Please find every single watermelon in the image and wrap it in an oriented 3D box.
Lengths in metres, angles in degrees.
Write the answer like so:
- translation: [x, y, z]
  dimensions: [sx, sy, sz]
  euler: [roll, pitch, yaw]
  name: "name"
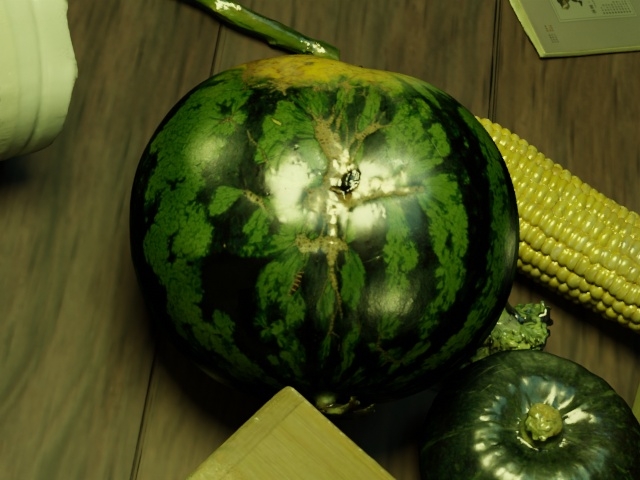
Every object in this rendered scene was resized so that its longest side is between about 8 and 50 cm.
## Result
- translation: [0.000, -0.005, 1.113]
  dimensions: [0.269, 0.269, 0.269]
  euler: [12, 55, -18]
  name: "watermelon"

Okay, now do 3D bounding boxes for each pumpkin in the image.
- translation: [0.154, 0.159, 1.163]
  dimensions: [0.167, 0.125, 0.167]
  euler: [13, 59, -23]
  name: "pumpkin"

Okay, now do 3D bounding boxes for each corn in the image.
- translation: [0.189, -0.009, 1.300]
  dimensions: [0.244, 0.093, 0.093]
  euler: [34, 51, 6]
  name: "corn"

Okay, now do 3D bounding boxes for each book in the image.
- translation: [0.255, -0.231, 1.535]
  dimensions: [0.181, 0.014, 0.127]
  euler: [-9, 64, -30]
  name: "book"

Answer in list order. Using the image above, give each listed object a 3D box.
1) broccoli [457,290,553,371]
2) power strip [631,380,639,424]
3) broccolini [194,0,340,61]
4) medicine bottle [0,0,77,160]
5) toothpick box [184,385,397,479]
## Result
- translation: [0.127, 0.060, 1.238]
  dimensions: [0.097, 0.092, 0.095]
  euler: [25, 30, 10]
  name: "broccoli"
- translation: [0.268, 0.202, 1.229]
  dimensions: [0.092, 0.066, 0.387]
  euler: [28, 52, -4]
  name: "power strip"
- translation: [-0.104, -0.202, 1.340]
  dimensions: [0.254, 0.071, 0.057]
  euler: [27, 10, -16]
  name: "broccolini"
- translation: [-0.348, -0.115, 1.055]
  dimensions: [0.332, 0.190, 0.190]
  euler: [-17, 68, -33]
  name: "medicine bottle"
- translation: [0.030, 0.263, 1.008]
  dimensions: [0.308, 0.190, 0.187]
  euler: [41, 51, 10]
  name: "toothpick box"
